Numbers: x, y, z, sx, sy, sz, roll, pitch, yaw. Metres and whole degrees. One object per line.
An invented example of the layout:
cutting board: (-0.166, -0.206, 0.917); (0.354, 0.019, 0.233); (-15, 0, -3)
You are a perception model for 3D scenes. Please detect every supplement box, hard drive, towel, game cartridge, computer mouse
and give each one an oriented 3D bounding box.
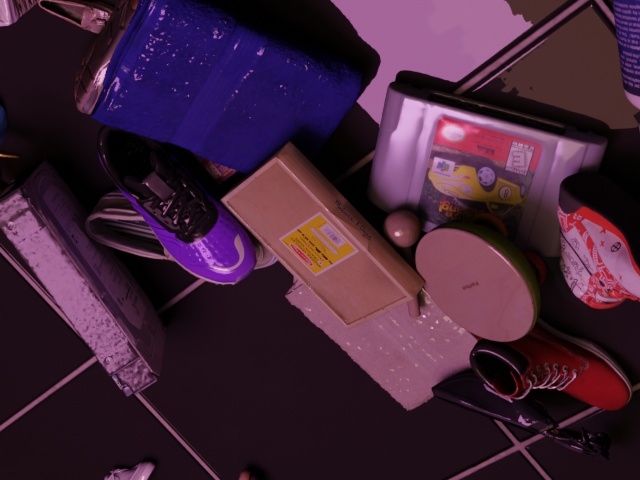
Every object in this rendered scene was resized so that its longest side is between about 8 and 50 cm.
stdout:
supplement box: (-0.148, -0.131, 1.580); (0.055, 0.043, 0.083); (-34, 102, 30)
hard drive: (-0.348, 0.048, 1.634); (0.064, 0.237, 0.339); (-31, 104, 4)
towel: (0.100, 0.115, 1.626); (0.282, 0.049, 0.187); (45, 123, -9)
game cartridge: (0.214, -0.086, 1.477); (0.294, 0.060, 0.196); (16, 125, 10)
towel: (-0.123, -0.203, 1.458); (0.308, 0.076, 0.227); (20, 132, -23)
computer mouse: (0.300, 0.246, 1.590); (0.262, 0.184, 0.060); (17, 81, 30)

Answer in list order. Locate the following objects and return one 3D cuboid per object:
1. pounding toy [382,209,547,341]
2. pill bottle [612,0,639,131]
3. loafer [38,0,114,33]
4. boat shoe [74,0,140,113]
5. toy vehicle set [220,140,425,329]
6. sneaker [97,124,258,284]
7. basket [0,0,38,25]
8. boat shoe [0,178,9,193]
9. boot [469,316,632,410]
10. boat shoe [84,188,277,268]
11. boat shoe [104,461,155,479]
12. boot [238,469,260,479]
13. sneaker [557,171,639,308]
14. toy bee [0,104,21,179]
pounding toy: (0.211, 0.027, 1.466); (0.237, 0.110, 0.183); (11, 133, 45)
pill bottle: (0.419, -0.235, 1.266); (0.153, 0.153, 0.265); (-5, 115, 21)
loafer: (-0.336, -0.316, 1.546); (0.125, 0.039, 0.045); (22, 122, 6)
boat shoe: (-0.218, -0.288, 1.489); (0.116, 0.123, 0.324); (21, 130, -28)
toy vehicle set: (0.000, 0.000, 1.508); (0.267, 0.035, 0.166); (46, 144, -10)
sneaker: (-0.209, -0.055, 1.520); (0.293, 0.146, 0.102); (44, 83, 7)
basket: (-0.487, -0.365, 1.535); (0.167, 0.103, 0.113); (4, 118, 18)
boat shoe: (-0.473, -0.046, 1.688); (0.048, 0.153, 0.056); (-31, 66, 4)
boot: (0.316, 0.192, 1.517); (0.244, 0.176, 0.088); (32, 121, -1)
boat shoe: (-0.204, -0.003, 1.637); (0.302, 0.094, 0.109); (9, 119, 14)
boat shoe: (-0.354, 0.436, 1.949); (0.063, 0.066, 0.184); (38, 132, -5)
boot: (-0.043, 0.497, 1.875); (0.207, 0.090, 0.248); (1, 117, 5)
sneaker: (0.381, 0.040, 1.339); (0.090, 0.270, 0.145); (-20, 131, -15)
toy bee: (-0.556, -0.169, 1.630); (0.195, 0.162, 0.298); (-8, 114, 24)
